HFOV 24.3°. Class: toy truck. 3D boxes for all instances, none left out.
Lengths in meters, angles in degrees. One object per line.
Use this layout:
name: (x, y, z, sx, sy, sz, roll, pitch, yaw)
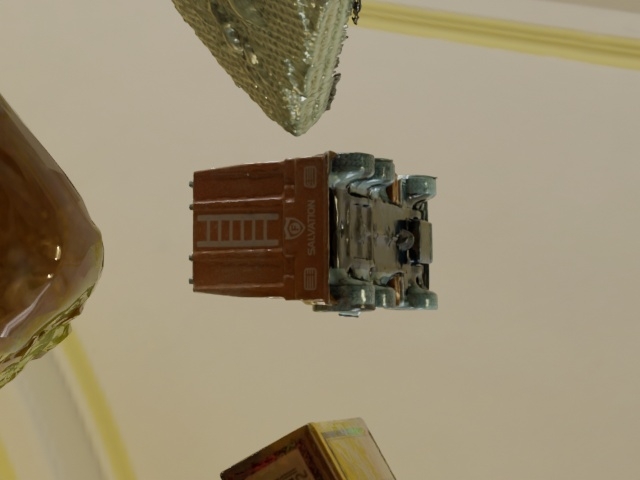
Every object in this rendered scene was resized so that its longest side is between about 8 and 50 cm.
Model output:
toy truck: (0.000, 0.000, 1.328, 0.162, 0.305, 0.136, -1, -94, 19)

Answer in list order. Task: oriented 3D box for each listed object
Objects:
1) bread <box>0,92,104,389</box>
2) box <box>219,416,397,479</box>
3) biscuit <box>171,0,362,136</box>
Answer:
bread: (-0.188, -0.026, 0.361, 0.234, 0.184, 0.110, 50, -24, 2)
box: (0.053, 0.282, 1.112, 0.084, 0.193, 0.301, -31, -101, 9)
biscuit: (-0.044, -0.167, 1.010, 0.052, 0.252, 0.150, -39, -97, -15)
